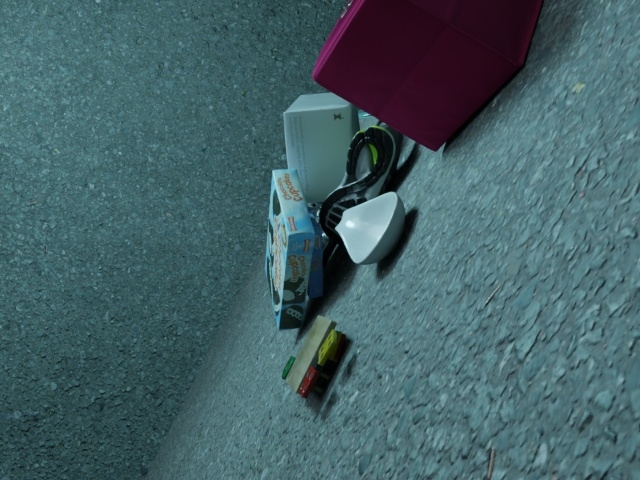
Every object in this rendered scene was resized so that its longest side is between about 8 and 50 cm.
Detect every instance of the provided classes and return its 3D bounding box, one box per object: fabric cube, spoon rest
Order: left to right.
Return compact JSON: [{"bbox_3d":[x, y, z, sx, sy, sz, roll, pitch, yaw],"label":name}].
[{"bbox_3d":[0.081,-0.019,1.413,0.137,0.084,0.276,-64,7,-6],"label":"spoon rest"},{"bbox_3d":[0.176,-0.353,1.284,0.254,0.259,0.258,-66,9,-30],"label":"fabric cube"}]

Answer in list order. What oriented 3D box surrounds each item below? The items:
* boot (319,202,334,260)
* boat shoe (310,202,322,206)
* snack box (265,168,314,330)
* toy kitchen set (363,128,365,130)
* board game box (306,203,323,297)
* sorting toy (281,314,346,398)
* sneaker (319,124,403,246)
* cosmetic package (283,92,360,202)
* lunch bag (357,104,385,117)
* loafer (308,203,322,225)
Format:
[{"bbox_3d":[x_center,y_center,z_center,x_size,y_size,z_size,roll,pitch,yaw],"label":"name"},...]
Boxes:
[{"bbox_3d":[-0.002,-0.001,1.954,0.189,0.076,0.208,-83,15,-66],"label":"boot"},{"bbox_3d":[0.029,-0.136,2.183,0.319,0.116,0.099,-173,67,-74],"label":"boat shoe"},{"bbox_3d":[-0.071,0.026,1.706,0.322,0.060,0.187,98,161,-47],"label":"snack box"},{"bbox_3d":[0.120,-0.215,1.853,0.083,0.068,0.075,-52,13,53],"label":"toy kitchen set"},{"bbox_3d":[-0.035,0.010,1.776,0.211,0.039,0.160,-118,24,-63],"label":"board game box"},{"bbox_3d":[-0.002,0.200,1.350,0.132,0.046,0.274,-63,8,-6],"label":"sorting toy"},{"bbox_3d":[0.096,-0.111,1.628,0.121,0.111,0.300,-32,-24,-51],"label":"sneaker"},{"bbox_3d":[0.015,-0.231,1.884,0.385,0.156,0.217,-68,-27,-75],"label":"cosmetic package"},{"bbox_3d":[0.154,-0.460,2.127,0.262,0.160,0.223,-41,24,55],"label":"lunch bag"},{"bbox_3d":[-0.023,-0.049,2.171,0.078,0.076,0.223,-56,10,-13],"label":"loafer"}]
